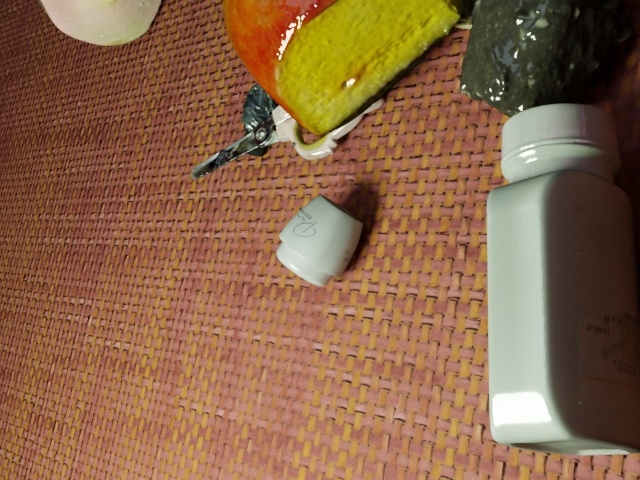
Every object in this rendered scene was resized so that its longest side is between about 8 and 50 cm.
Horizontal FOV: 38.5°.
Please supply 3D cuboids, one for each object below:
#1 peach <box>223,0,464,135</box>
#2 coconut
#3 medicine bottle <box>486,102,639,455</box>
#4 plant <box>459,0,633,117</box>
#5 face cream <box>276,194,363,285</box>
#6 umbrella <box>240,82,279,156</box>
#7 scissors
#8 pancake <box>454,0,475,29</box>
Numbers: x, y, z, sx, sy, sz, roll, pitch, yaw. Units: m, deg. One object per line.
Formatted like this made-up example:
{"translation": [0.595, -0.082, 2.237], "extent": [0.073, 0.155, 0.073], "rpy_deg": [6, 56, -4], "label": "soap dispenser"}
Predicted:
{"translation": [0.011, -0.333, 1.089], "extent": [0.306, 0.242, 0.380], "rpy_deg": [-13, 67, 41], "label": "peach"}
{"translation": [-0.403, -0.471, 1.643], "extent": [0.245, 0.233, 0.233], "rpy_deg": [39, 106, 56], "label": "coconut"}
{"translation": [0.214, 0.034, 0.806], "extent": [0.111, 0.161, 0.296], "rpy_deg": [-13, 67, 43], "label": "medicine bottle"}
{"translation": [0.224, -0.216, 0.912], "extent": [0.129, 0.132, 0.194], "rpy_deg": [28, 98, 52], "label": "plant"}
{"translation": [0.000, 0.000, 1.116], "extent": [0.095, 0.091, 0.091], "rpy_deg": [-55, 42, 6], "label": "face cream"}
{"translation": [-0.075, -0.231, 1.307], "extent": [0.080, 0.071, 0.224], "rpy_deg": [-145, 70, -77], "label": "umbrella"}
{"translation": [-0.058, -0.154, 1.241], "extent": [0.318, 0.024, 0.160], "rpy_deg": [-27, 62, 26], "label": "scissors"}
{"translation": [0.196, -0.314, 1.063], "extent": [0.152, 0.025, 0.151], "rpy_deg": [-22, 59, 42], "label": "pancake"}
